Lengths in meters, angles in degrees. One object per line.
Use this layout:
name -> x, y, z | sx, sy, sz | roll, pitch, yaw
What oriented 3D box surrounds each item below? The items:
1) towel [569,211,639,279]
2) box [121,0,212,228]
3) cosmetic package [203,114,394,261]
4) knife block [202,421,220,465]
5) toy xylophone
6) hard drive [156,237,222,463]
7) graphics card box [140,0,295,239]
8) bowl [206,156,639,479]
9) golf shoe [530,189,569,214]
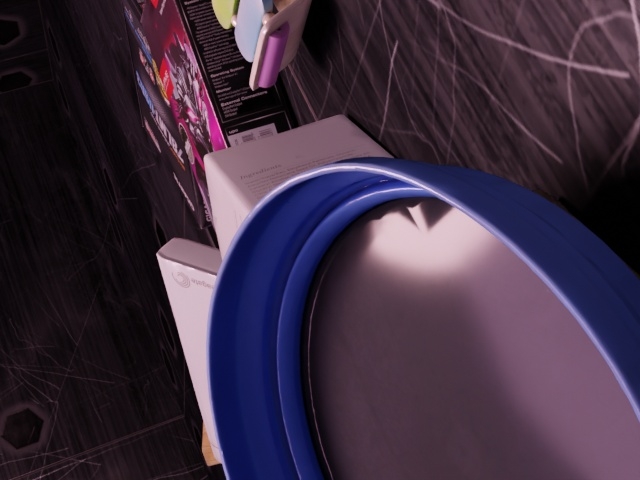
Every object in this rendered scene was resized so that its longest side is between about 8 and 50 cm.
towel -> 0.198, 0.074, 0.623 | 0.237, 0.021, 0.102 | -127, 24, -46
box -> -0.221, -0.219, 1.565 | 0.293, 0.073, 0.295 | 89, 157, -44
cosmetic package -> 0.000, 0.000, 0.945 | 0.184, 0.151, 0.151 | -130, 28, -51
knife block -> -0.072, 0.266, 1.469 | 0.242, 0.088, 0.276 | 39, 133, 44
toy xylophone -> -0.095, -0.322, 0.989 | 0.323, 0.081, 0.236 | 57, 160, 22
hard drive -> -0.070, 0.176, 1.270 | 0.233, 0.047, 0.353 | 16, 131, 33
graphics card box -> -0.114, -0.155, 1.250 | 0.371, 0.094, 0.233 | 69, 163, 3
bowl -> 0.071, 0.138, 0.630 | 0.391, 0.077, 0.391 | 22, 120, 45
golf shoe -> 0.127, 0.059, 0.651 | 0.067, 0.086, 0.186 | -134, 34, -58
